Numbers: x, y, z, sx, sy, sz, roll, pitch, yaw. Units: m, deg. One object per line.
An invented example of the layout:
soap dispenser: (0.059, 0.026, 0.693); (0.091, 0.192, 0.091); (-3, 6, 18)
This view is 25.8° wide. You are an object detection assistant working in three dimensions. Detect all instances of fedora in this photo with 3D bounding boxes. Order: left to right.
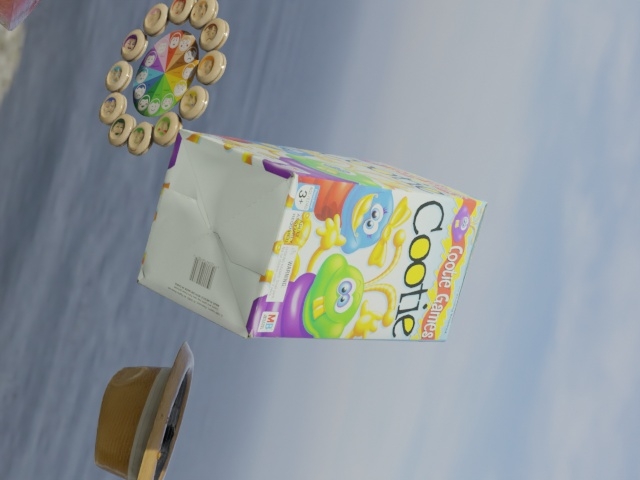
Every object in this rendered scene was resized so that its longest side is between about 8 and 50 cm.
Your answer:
fedora: (-0.193, 0.192, 1.481); (0.194, 0.079, 0.194); (15, 90, -88)

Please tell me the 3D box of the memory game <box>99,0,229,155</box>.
memory game: (-0.163, -0.173, 1.434); (0.186, 0.012, 0.186); (-22, -125, 35)

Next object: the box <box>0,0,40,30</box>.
box: (-0.155, -0.210, 0.674); (0.122, 0.128, 0.257); (-50, -172, -13)

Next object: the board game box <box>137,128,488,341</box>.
board game box: (0.000, 0.000, 1.235); (0.275, 0.144, 0.142); (6, 104, -50)
